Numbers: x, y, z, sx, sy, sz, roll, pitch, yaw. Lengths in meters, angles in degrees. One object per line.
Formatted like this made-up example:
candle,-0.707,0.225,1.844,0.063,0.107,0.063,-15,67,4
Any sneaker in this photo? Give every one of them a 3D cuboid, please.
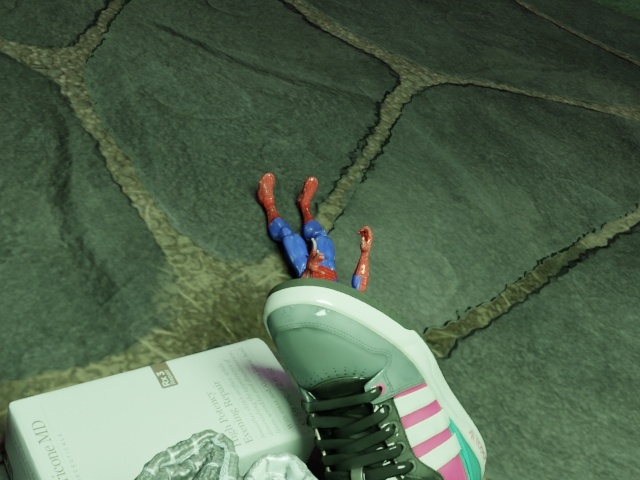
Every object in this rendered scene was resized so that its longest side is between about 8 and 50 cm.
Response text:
sneaker,0.036,0.180,0.656,0.295,0.124,0.178,50,38,-31

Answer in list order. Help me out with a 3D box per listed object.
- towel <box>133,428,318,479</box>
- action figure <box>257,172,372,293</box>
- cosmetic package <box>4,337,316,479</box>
towel,-0.094,0.280,0.454,0.121,0.235,0.283,17,36,1
action figure,0.000,0.000,0.928,0.091,0.139,0.280,2,43,-21
cosmetic package,-0.130,0.170,0.695,0.231,0.085,0.117,-11,47,-36
